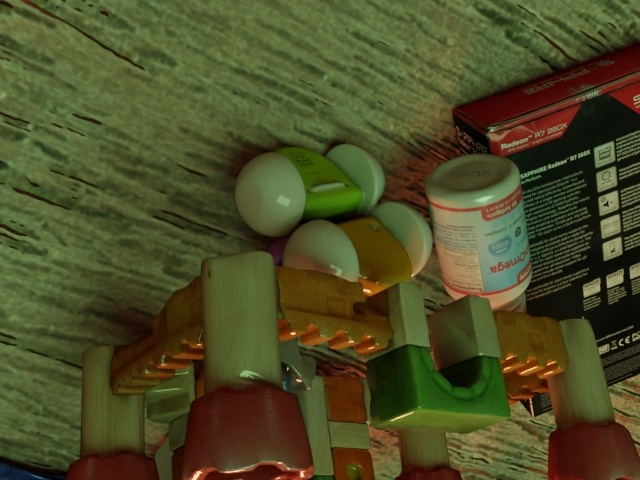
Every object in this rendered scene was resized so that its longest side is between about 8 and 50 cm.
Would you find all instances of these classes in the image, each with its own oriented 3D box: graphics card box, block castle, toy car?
[{"bbox_3d":[0.291,-0.005,0.933,0.233,0.094,0.370,-21,119,-8],"label":"graphics card box"},{"bbox_3d":[0.030,0.186,0.750,0.453,0.212,0.303,13,150,-36],"label":"block castle"},{"bbox_3d":[0.000,0.000,0.797,0.159,0.182,0.136,-15,150,-45],"label":"toy car"}]

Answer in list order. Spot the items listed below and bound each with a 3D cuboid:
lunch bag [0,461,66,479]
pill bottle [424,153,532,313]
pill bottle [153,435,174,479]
[{"bbox_3d":[-0.274,0.438,0.857,0.386,0.239,0.327,28,105,5],"label":"lunch bag"},{"bbox_3d":[0.154,0.005,0.813,0.087,0.087,0.160,-21,120,-9],"label":"pill bottle"},{"bbox_3d":[-0.079,0.289,0.931,0.118,0.117,0.208,-39,120,2],"label":"pill bottle"}]
